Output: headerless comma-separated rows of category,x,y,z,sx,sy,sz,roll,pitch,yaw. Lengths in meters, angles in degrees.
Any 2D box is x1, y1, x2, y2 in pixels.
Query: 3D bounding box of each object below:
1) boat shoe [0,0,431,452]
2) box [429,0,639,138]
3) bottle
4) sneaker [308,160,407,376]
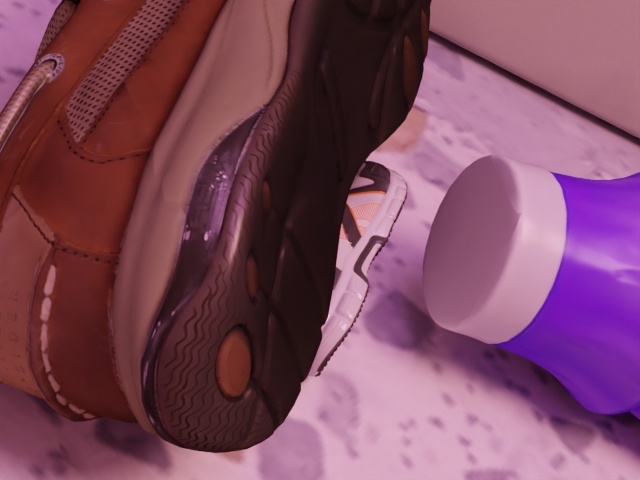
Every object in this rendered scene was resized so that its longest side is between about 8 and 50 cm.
boat shoe,-0.039,-0.067,0.585,0.120,0.122,0.324,4,38,15
box,0.148,-0.144,0.820,0.311,0.121,0.148,24,38,-15
bottle,0.176,0.037,0.671,0.283,0.092,0.118,18,42,-23
sneaker,0.000,0.000,0.617,0.044,0.040,0.109,30,36,-4
